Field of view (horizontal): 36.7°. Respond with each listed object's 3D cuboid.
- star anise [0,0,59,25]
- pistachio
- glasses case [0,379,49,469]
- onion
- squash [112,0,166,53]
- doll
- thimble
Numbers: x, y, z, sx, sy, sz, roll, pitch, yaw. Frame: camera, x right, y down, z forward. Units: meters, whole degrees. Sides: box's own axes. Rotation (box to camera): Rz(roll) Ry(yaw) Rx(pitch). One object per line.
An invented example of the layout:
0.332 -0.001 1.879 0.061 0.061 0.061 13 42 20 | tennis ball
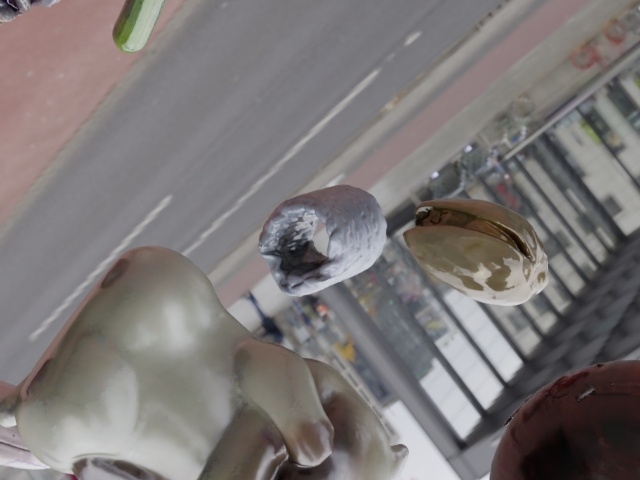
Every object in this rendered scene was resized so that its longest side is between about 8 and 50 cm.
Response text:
-0.456 -0.392 1.456 0.229 0.093 0.236 -1 -145 32 | star anise
0.193 0.012 1.181 0.124 0.184 0.124 -57 164 -27 | pistachio
-0.406 0.175 1.032 0.113 0.296 0.075 -108 -142 -85 | glasses case
0.310 0.273 0.970 0.314 0.314 0.232 -39 160 26 | onion
-0.297 -0.395 1.614 0.066 0.066 0.229 -34 169 -40 | squash
-0.103 0.161 0.867 0.215 0.370 0.226 -58 174 -29 | doll
0.001 -0.003 1.295 0.151 0.127 0.117 -37 167 39 | thimble
